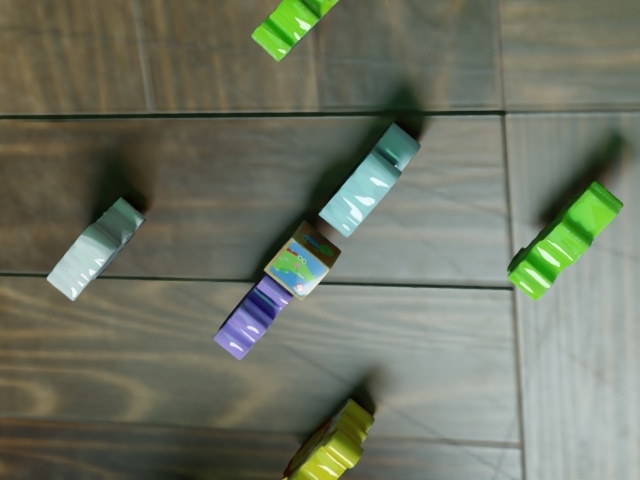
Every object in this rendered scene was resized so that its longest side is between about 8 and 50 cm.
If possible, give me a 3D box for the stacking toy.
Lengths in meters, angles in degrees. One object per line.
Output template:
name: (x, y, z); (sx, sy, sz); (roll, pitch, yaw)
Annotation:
stacking toy: (0.000, 0.000, 0.663); (0.167, 0.052, 0.221); (41, 116, -4)
